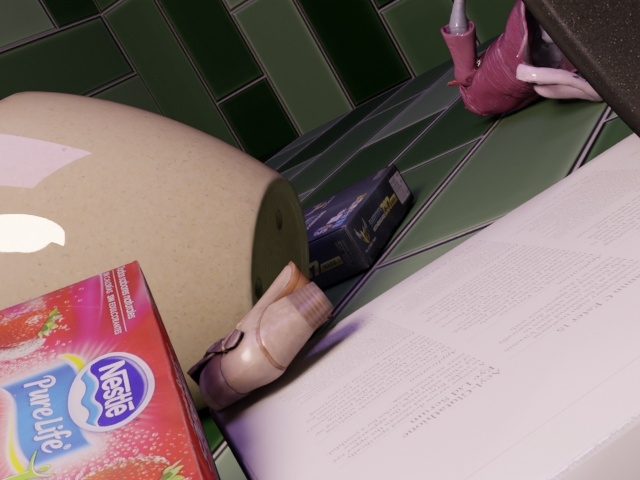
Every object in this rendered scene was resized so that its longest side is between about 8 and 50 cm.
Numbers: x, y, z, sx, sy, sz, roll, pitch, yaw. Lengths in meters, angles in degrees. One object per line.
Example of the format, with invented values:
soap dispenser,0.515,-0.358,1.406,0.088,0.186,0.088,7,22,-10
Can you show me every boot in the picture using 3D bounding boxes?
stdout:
boot,-0.036,0.054,0.541,0.087,0.042,0.118,-39,3,-4

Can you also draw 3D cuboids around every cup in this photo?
cup,-0.145,0.028,0.868,0.237,0.331,0.331,1,20,16

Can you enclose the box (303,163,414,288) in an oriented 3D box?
box,0.000,0.000,1.157,0.183,0.059,0.232,-26,11,27

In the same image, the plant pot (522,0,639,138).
plant pot,0.205,-0.151,0.504,0.188,0.167,0.187,-24,11,24

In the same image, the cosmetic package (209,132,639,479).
cosmetic package,0.147,0.043,0.450,0.377,0.097,0.284,-32,8,-10

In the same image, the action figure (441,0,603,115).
action figure,0.298,-0.243,1.345,0.370,0.248,0.275,144,138,-62

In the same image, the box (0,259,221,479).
box,-0.104,0.127,0.429,0.123,0.128,0.257,-20,25,-9
